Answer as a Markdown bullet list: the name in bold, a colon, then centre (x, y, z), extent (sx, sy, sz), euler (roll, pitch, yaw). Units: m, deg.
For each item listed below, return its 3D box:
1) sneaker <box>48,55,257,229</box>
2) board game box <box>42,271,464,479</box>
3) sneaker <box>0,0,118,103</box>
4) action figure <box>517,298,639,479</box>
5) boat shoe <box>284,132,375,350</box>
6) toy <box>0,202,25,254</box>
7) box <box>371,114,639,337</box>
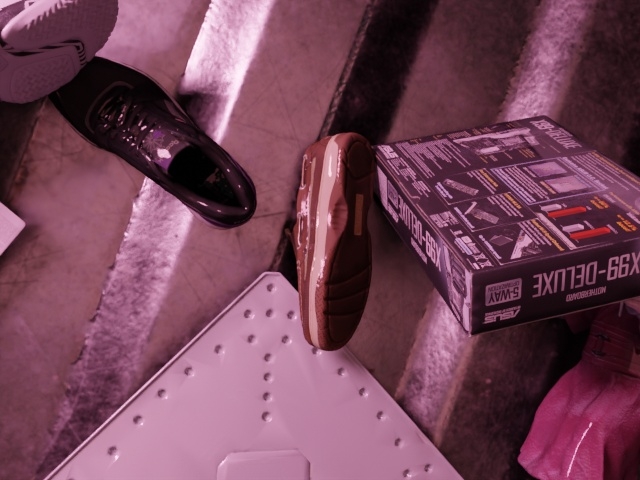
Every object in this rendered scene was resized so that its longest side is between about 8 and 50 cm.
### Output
- **sneaker**: centre (-0.183, -0.120, 0.784), extent (0.283, 0.124, 0.107), euler (36, 86, -10)
- **board game box**: centre (-0.073, 0.305, 0.836), extent (0.390, 0.050, 0.390), euler (-44, 100, -15)
- **sneaker**: centre (-0.402, -0.223, 0.702), extent (0.365, 0.137, 0.210), euler (-30, 82, -1)
- **action figure**: centre (0.377, 0.151, 0.840), extent (0.275, 0.248, 0.371), euler (22, 92, -12)
- **boat shoe**: centre (0.005, 0.001, 0.842), extent (0.095, 0.095, 0.258), euler (18, 78, -47)
- **toy**: centre (-0.455, 0.026, 0.778), extent (0.137, 0.056, 0.237), euler (41, 92, -8)
- **box**: centre (0.213, -0.037, 0.770), extent (0.242, 0.307, 0.077), euler (-11, 122, -10)
